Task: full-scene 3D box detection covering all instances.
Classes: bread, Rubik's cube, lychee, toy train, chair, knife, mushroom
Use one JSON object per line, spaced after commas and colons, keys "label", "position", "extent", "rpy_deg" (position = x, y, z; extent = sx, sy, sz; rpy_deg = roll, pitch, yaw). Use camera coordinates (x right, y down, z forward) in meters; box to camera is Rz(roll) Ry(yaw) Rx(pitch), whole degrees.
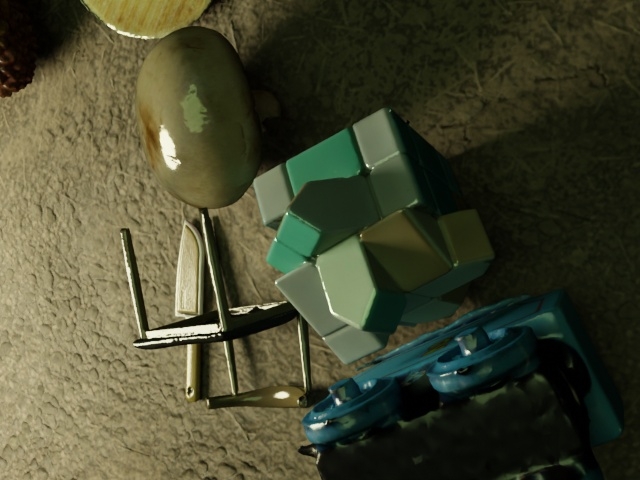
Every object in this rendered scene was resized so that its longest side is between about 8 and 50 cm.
{"label": "bread", "position": [-0.240, -0.411, 1.069], "extent": [0.267, 0.040, 0.267], "rpy_deg": [4, 103, 19]}
{"label": "Rubik's cube", "position": [0.065, 0.001, 0.833], "extent": [0.224, 0.265, 0.213], "rpy_deg": [-26, 64, 24]}
{"label": "lychee", "position": [-0.542, -0.316, 1.140], "extent": [0.271, 0.271, 0.271], "rpy_deg": [1, 91, 26]}
{"label": "toy train", "position": [0.137, 0.184, 0.794], "extent": [0.300, 0.265, 0.188], "rpy_deg": [-27, 89, 22]}
{"label": "chair", "position": [-0.119, 0.097, 0.961], "extent": [0.188, 0.166, 0.272], "rpy_deg": [-12, 90, 40]}
{"label": "knife", "position": [-0.186, 0.099, 1.084], "extent": [0.046, 0.022, 0.256], "rpy_deg": [2, 92, 30]}
{"label": "mushroom", "position": [-0.138, -0.152, 0.967], "extent": [0.178, 0.226, 0.226], "rpy_deg": [-8, 87, -15]}
